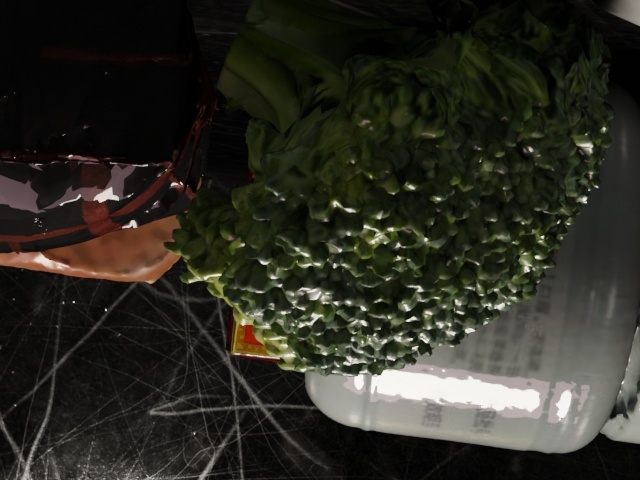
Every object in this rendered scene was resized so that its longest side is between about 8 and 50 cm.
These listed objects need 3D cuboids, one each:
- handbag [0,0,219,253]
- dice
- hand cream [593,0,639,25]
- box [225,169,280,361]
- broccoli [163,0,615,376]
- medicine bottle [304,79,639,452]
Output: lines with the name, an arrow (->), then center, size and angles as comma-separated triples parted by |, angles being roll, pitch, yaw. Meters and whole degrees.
handbag -> -0.133, -0.071, 0.660 | 0.169, 0.155, 0.215 | 0, 177, -2
dice -> -0.203, -0.066, 1.092 | 0.174, 0.174, 0.179 | 8, -177, -38
hand cream -> 0.266, -0.064, 0.562 | 0.336, 0.076, 0.121 | 17, 174, -3
box -> 0.000, 0.000, 1.350 | 0.153, 0.239, 0.074 | 8, 177, -12
broccoli -> 0.035, -0.043, 0.622 | 0.176, 0.226, 0.198 | 20, 147, -23
medicine bottle -> 0.153, 0.015, 0.908 | 0.306, 0.245, 0.245 | 8, 179, 2
